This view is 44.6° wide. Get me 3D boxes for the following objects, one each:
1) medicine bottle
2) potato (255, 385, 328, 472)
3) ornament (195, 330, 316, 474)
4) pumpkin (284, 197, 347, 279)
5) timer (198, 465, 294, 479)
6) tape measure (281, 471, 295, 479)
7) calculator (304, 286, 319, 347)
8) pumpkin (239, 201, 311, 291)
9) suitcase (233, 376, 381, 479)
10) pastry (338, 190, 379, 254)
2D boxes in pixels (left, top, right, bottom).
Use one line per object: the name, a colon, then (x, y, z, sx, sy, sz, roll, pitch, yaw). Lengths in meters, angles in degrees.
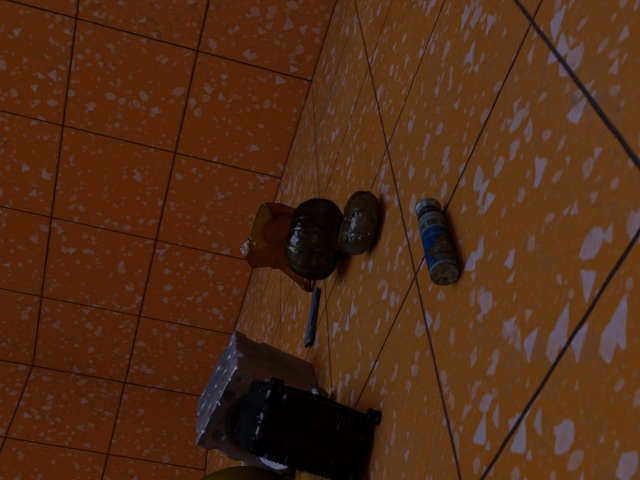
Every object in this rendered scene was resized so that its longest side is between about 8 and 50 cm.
medicine bottle: (0.194, -0.001, 1.306, 0.191, 0.051, 0.051, -94, 20, -55)
potato: (-0.044, 0.467, 1.851, 0.243, 0.098, 0.138, -43, 47, 24)
ornament: (-0.167, 0.421, 2.033, 0.239, 0.239, 0.240, -62, 14, 10)
pumpkin: (0.000, 0.000, 2.017, 0.219, 0.162, 0.219, 12, -90, -75)
timer: (-0.145, 0.663, 1.639, 0.387, 0.375, 0.376, 46, -138, -49)
tape measure: (-0.115, 0.616, 2.066, 0.094, 0.091, 0.054, -16, 67, 57)
calculator: (-0.024, 0.219, 2.224, 0.057, 0.018, 0.172, 129, 152, -63)
pumpkin: (-0.098, 0.014, 2.252, 0.290, 0.258, 0.095, -66, 34, 30)
suitcase: (-0.040, 0.377, 1.592, 0.335, 0.229, 0.152, 148, 142, -76)
pastry: (0.089, -0.041, 1.801, 0.153, 0.081, 0.153, -166, 90, -89)
